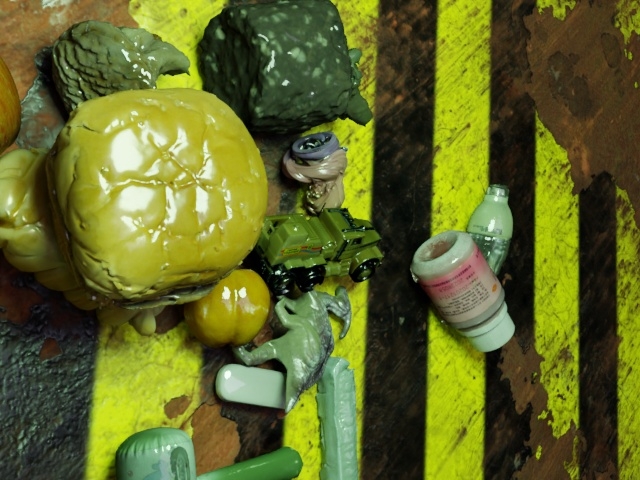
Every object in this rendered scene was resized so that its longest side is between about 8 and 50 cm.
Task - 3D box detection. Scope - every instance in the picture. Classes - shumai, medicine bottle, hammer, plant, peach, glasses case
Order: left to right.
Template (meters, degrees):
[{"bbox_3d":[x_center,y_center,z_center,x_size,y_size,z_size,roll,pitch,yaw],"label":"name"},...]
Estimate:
[{"bbox_3d":[-0.291,-0.243,1.137,0.175,0.166,0.206,-60,136,-56],"label":"shumai"},{"bbox_3d":[-0.161,0.381,1.186,0.335,0.119,0.207,-1,86,-44],"label":"hammer"},{"bbox_3d":[-0.150,0.108,1.202,0.138,0.138,0.138,5,82,-37],"label":"peach"},{"bbox_3d":[-0.104,0.250,1.276,0.164,0.041,0.063,17,73,-36],"label":"glasses case"},{"bbox_3d":[-0.031,-0.292,1.283,0.312,0.213,0.215,-6,87,-36],"label":"plant"},{"bbox_3d":[0.298,0.107,1.540,0.147,0.147,0.247,-48,113,-31],"label":"medicine bottle"}]

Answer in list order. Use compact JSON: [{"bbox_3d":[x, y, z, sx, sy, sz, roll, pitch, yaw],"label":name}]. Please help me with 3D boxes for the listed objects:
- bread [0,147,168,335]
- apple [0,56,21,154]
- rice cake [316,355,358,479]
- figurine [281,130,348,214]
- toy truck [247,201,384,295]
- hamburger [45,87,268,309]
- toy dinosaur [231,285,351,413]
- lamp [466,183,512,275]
[{"bbox_3d":[-0.341,-0.001,1.057,0.311,0.121,0.173,43,41,-34],"label":"bread"},{"bbox_3d":[-0.475,-0.165,0.943,0.196,0.196,0.196,5,82,-37],"label":"apple"},{"bbox_3d":[0.033,0.377,1.354,0.063,0.066,0.336,3,83,-37],"label":"rice cake"},{"bbox_3d":[0.000,-0.113,1.351,0.126,0.114,0.157,-22,101,-22],"label":"figurine"},{"bbox_3d":[0.000,0.003,1.306,0.257,0.127,0.127,-2,47,-42],"label":"toy truck"},{"bbox_3d":[-0.204,-0.056,0.993,0.318,0.158,0.319,6,80,-39],"label":"hamburger"},{"bbox_3d":[-0.030,0.158,1.312,0.162,0.077,0.294,49,53,-14],"label":"toy dinosaur"},{"bbox_3d":[0.365,-0.003,1.634,0.101,0.101,0.250,9,92,-37],"label":"lamp"}]
